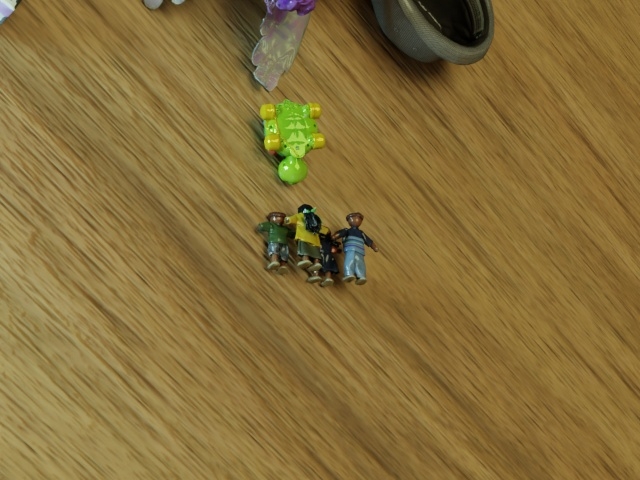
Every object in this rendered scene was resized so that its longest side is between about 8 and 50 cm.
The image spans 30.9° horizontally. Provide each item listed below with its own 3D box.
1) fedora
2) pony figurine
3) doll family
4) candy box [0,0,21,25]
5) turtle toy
[{"bbox_3d":[0.176,-0.413,2.008,0.275,0.124,0.244,39,51,-26],"label":"fedora"},{"bbox_3d":[-0.055,-0.442,1.714,0.303,0.363,0.351,38,66,-32],"label":"pony figurine"},{"bbox_3d":[0.000,0.000,1.716,0.193,0.076,0.111,22,54,-39],"label":"doll family"},{"bbox_3d":[-0.436,-0.396,1.505,0.165,0.070,0.196,38,51,-23],"label":"candy box"},{"bbox_3d":[-0.045,-0.150,1.741,0.095,0.066,0.130,-3,75,-17],"label":"turtle toy"}]
